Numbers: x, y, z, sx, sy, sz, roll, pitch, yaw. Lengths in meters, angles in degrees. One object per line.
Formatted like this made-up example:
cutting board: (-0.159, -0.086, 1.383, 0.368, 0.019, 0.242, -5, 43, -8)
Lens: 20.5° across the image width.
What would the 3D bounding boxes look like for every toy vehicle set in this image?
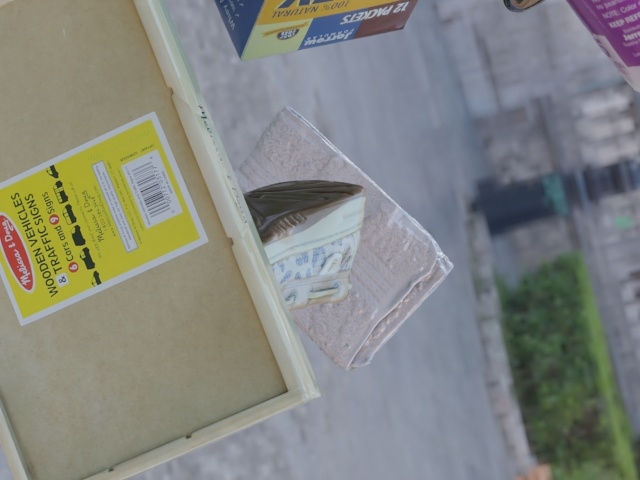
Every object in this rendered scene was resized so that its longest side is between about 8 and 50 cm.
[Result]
toy vehicle set: (-0.125, -0.008, 0.940, 0.035, 0.166, 0.266, 6, 61, -77)

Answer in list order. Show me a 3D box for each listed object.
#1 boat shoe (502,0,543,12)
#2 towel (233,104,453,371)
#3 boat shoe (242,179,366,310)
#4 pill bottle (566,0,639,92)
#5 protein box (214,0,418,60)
boat shoe: (0.237, -0.278, 1.780, 0.049, 0.133, 0.042, 44, 14, -19)
towel: (0.000, 0.000, 2.053, 0.282, 0.187, 0.049, 43, 8, 14)
boat shoe: (-0.058, 0.031, 1.133, 0.285, 0.105, 0.089, -22, 114, -50)
pill bottle: (0.207, -0.261, 1.232, 0.301, 0.169, 0.169, 50, 19, -17)
protein box: (-0.008, -0.269, 1.212, 0.199, 0.136, 0.201, 66, -26, 21)
